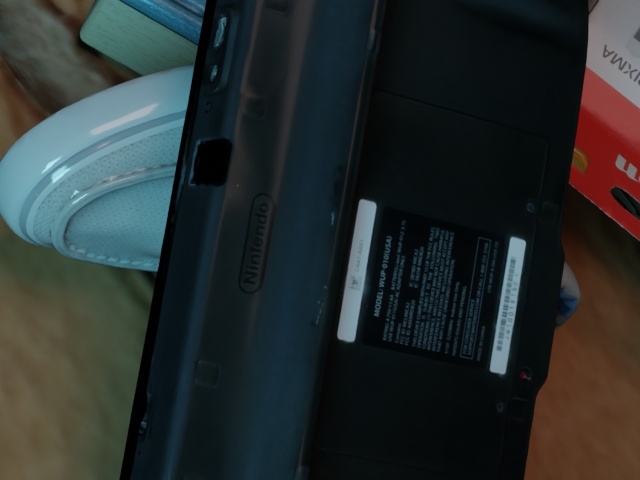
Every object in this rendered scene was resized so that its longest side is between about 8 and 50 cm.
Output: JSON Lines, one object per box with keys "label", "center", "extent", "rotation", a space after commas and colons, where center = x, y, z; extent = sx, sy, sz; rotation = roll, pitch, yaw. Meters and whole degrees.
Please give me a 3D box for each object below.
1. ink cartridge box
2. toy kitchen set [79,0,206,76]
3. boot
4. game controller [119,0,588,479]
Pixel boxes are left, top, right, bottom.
{"label": "ink cartridge box", "center": [0.197, -0.055, 0.940], "extent": [0.181, 0.056, 0.224], "rotation": [38, 29, -3]}
{"label": "toy kitchen set", "center": [0.003, -0.176, 0.864], "extent": [0.122, 0.166, 0.207], "rotation": [29, 47, -12]}
{"label": "boot", "center": [0.000, 0.000, 0.781], "extent": [0.258, 0.095, 0.123], "rotation": [-7, 55, -37]}
{"label": "game controller", "center": [0.019, 0.015, 0.727], "extent": [0.166, 0.067, 0.319], "rotation": [15, 81, -35]}
